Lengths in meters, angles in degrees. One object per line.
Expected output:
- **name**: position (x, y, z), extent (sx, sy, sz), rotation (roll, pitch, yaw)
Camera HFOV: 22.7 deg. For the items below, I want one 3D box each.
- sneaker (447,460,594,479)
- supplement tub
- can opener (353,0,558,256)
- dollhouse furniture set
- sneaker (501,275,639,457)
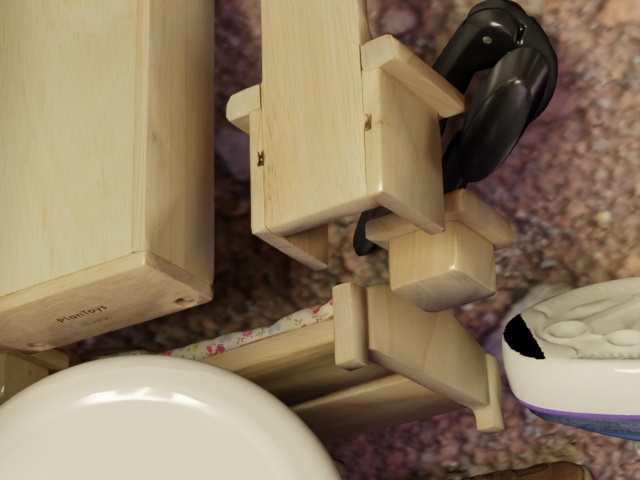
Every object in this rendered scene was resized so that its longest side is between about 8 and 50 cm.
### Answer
- **sneaker**: position (0.076, 0.179, 0.973), extent (0.188, 0.066, 0.071), rotation (-32, 123, 25)
- **supplement tub**: position (-0.071, 0.184, 0.758), extent (0.191, 0.191, 0.272), rotation (-2, 155, 2)
- **can opener**: position (0.059, -0.046, 0.784), extent (0.059, 0.073, 0.186), rotation (38, 140, 3)
- **dollhouse furniture set**: position (0.000, 0.000, 0.801), extent (0.303, 0.174, 0.355), rotation (-17, 151, 30)
- **sneaker**: position (0.256, 0.146, 0.868), extent (0.323, 0.130, 0.236), rotation (-2, 111, -5)
